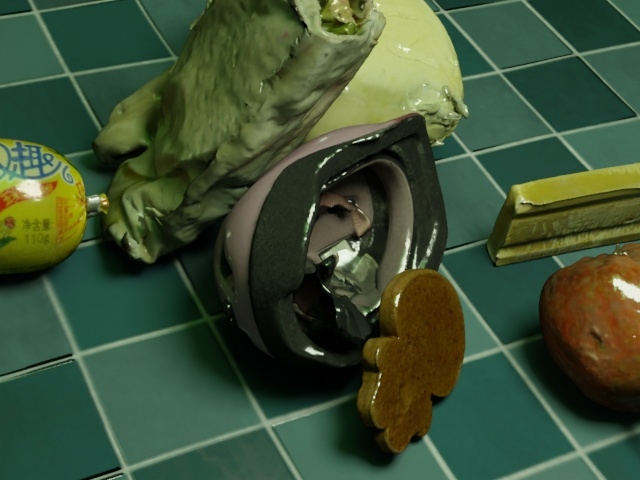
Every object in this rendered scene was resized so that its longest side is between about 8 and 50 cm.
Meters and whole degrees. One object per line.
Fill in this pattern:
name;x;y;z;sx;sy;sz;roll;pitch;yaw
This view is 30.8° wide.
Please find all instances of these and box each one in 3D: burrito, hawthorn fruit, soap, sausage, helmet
burrito;-0.083;-0.120;1.062;0.135;0.332;0.190;12;43;-41
hawthorn fruit;0.267;0.093;1.049;0.149;0.149;0.189;11;78;-2
soap;0.292;-0.033;1.195;0.252;0.092;0.037;-9;50;-22
sausage;-0.361;-0.032;1.014;0.347;0.123;0.123;0;45;-12
helmet;0.000;0.000;1.036;0.154;0.198;0.253;1;37;26

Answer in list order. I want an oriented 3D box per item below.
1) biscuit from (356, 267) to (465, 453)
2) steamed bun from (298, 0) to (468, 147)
biscuit;0.077;0.100;1.003;0.026;0.124;0.175;-6;38;38
steamed bun;0.018;-0.178;1.230;0.232;0.166;0.273;-5;52;-33
